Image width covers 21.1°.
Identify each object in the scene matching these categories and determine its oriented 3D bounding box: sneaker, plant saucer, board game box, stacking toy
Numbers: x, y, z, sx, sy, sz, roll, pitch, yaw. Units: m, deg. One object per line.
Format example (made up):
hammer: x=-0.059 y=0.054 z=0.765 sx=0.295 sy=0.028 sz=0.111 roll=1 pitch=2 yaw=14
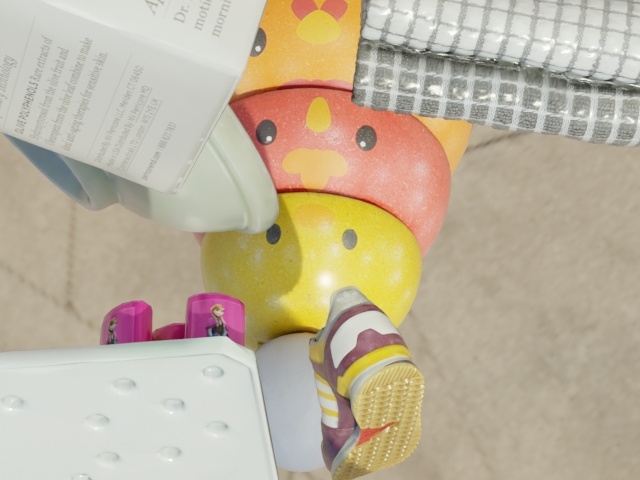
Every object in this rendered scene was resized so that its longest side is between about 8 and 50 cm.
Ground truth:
sneaker: x=0.028 y=0.101 z=1.200 sx=0.185 sy=0.070 sz=0.084 roll=102 pitch=147 yaw=-57
plant saucer: x=-0.200 y=-0.129 z=1.265 sx=0.400 sy=0.100 sz=0.400 roll=44 pitch=169 yaw=11
board game box: x=-0.207 y=0.175 z=0.931 sx=0.390 sy=0.050 sz=0.390 roll=-4 pitch=138 yaw=3
stacking toy: x=0.000 y=0.000 z=1.638 sx=0.351 sy=0.480 sz=0.350 roll=0 pitch=145 yaw=0

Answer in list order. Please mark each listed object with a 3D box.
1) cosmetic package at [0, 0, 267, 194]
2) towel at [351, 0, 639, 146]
cosmetic package: x=-0.188 y=-0.185 z=0.708 sx=0.366 sy=0.197 sz=0.155 roll=21 pitch=159 yaw=-8
towel: x=0.145 y=-0.176 z=1.346 sx=0.235 sy=0.283 sz=0.121 roll=8 pitch=119 yaw=1
